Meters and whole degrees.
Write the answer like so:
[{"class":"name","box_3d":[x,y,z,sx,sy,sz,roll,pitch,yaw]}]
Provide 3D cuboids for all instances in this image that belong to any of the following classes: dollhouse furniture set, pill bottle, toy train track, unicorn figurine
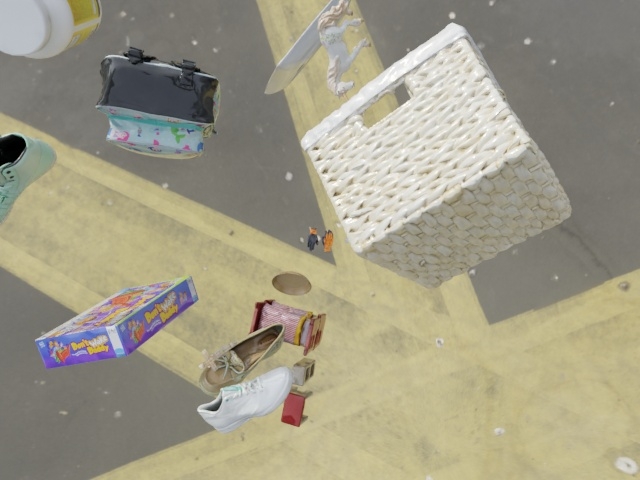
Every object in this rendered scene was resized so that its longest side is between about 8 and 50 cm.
[{"class":"dollhouse furniture set","box_3d":[-0.122,0.388,1.620,0.202,0.152,0.373,12,94,16]},{"class":"pill bottle","box_3d":[-0.662,-0.543,1.220,0.188,0.187,0.333,-18,30,5]},{"class":"toy train track","box_3d":[-0.206,0.230,1.028,0.083,0.014,0.048,-34,95,-28]},{"class":"unicorn figurine","box_3d":[0.039,-0.332,0.910,0.111,0.161,0.060,-44,29,-14]}]

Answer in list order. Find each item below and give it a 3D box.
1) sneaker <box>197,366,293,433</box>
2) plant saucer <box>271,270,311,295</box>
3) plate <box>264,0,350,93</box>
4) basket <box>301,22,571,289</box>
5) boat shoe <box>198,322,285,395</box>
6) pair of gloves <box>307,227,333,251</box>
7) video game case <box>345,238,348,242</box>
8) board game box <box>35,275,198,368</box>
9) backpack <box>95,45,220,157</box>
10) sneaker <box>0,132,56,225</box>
[{"class":"sneaker","box_3d":[-0.156,0.318,1.051,0.212,0.094,0.080,-36,32,10]},{"class":"plant saucer","box_3d":[-0.059,0.086,1.063,0.084,0.083,0.015,-2,51,12]},{"class":"plate","box_3d":[-0.026,-0.485,1.271,0.045,0.278,0.277,39,85,-12]},{"class":"basket","box_3d":[0.208,-0.113,0.904,0.328,0.331,0.266,-33,59,22]},{"class":"boat shoe","box_3d":[-0.216,0.321,1.440,0.104,0.089,0.285,43,52,15]},{"class":"pair of gloves","box_3d":[0.000,0.000,1.609,0.084,0.010,0.074,4,101,-17]},{"class":"video game case","box_3d":[0.167,-0.036,1.581,0.119,0.166,0.015,-18,84,-38]},{"class":"board game box","box_3d":[-0.502,0.199,1.322,0.234,0.347,0.078,-12,101,16]},{"class":"backpack","box_3d":[-0.316,-0.262,1.030,0.225,0.253,0.190,7,100,-15]},{"class":"sneaker","box_3d":[-0.642,-0.110,0.990,0.094,0.151,0.255,40,82,-3]}]
